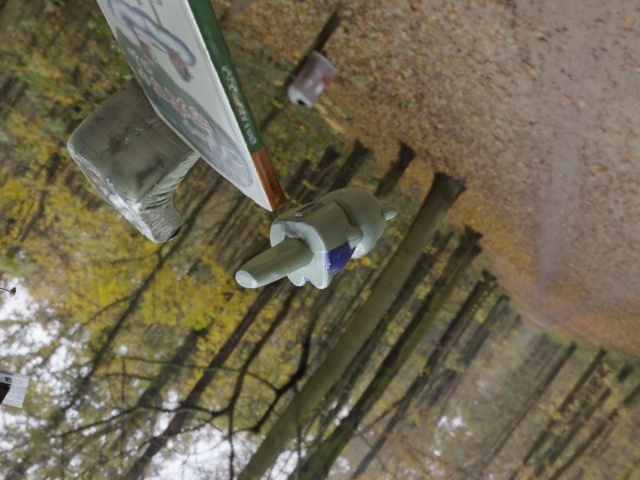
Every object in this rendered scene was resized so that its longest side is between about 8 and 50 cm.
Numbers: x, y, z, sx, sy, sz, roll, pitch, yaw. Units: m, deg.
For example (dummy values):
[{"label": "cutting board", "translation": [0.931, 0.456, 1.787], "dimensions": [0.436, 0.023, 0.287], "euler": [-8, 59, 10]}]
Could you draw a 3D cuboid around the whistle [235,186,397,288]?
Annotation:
[{"label": "whistle", "translation": [0.000, 0.000, 0.807], "dimensions": [0.110, 0.244, 0.092], "euler": [4, 117, 43]}]

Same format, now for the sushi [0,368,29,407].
[{"label": "sushi", "translation": [-0.511, 0.201, 0.904], "dimensions": [0.215, 0.050, 0.192], "euler": [19, 148, -17]}]

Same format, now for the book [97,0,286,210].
[{"label": "book", "translation": [-0.163, -0.214, 0.702], "dimensions": [0.260, 0.043, 0.371], "euler": [42, 163, 34]}]

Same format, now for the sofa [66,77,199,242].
[{"label": "sofa", "translation": [-0.319, -0.136, 1.241], "dimensions": [0.210, 0.176, 0.225], "euler": [39, 164, 14]}]

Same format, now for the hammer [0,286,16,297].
[{"label": "hammer", "translation": [-0.750, 0.099, 1.528], "dimensions": [0.123, 0.029, 0.014], "euler": [24, -165, -26]}]
